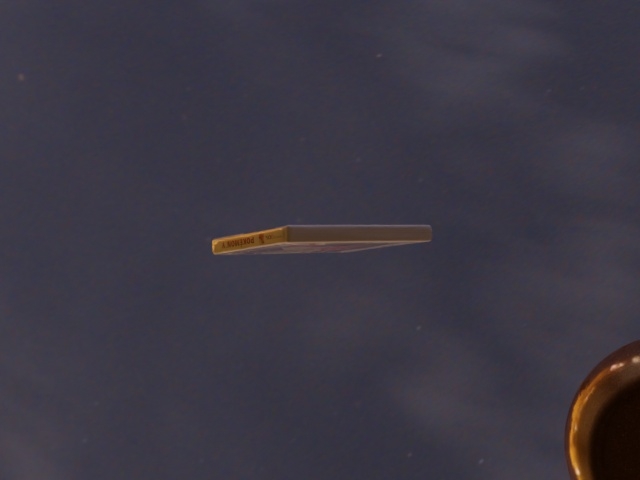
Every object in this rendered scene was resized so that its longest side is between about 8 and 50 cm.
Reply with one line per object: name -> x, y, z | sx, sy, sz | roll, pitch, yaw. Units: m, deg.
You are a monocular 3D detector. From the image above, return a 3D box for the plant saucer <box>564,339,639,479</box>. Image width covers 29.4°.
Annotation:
plant saucer -> 0.295, 0.176, 0.998 | 0.199, 0.036, 0.198 | 2, -86, 23

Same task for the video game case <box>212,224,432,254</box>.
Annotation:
video game case -> 0.000, 0.000, 1.459 | 0.183, 0.201, 0.023 | -9, -97, 58
